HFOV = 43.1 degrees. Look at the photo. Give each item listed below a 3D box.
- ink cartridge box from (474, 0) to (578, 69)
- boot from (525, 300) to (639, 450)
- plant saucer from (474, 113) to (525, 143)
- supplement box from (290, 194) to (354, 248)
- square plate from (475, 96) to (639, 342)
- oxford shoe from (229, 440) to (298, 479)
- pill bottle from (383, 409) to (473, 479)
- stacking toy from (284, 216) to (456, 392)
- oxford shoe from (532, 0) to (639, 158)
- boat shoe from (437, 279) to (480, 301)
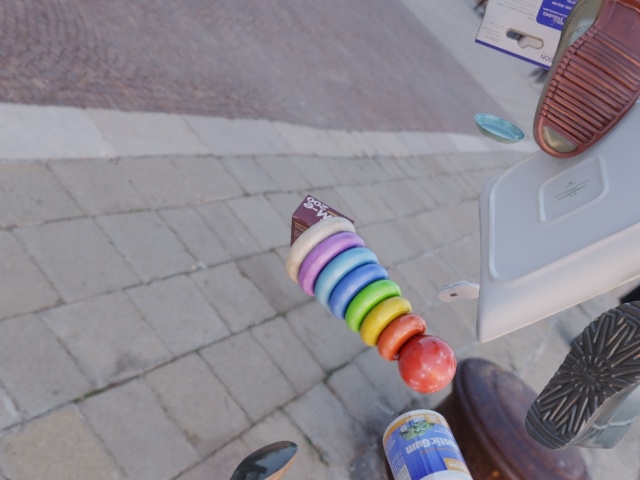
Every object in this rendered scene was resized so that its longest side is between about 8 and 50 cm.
[{"bbox_3d":[0.411,-0.488,1.381,0.176,0.370,0.069,28,22,24],"label":"ink cartridge box"},{"bbox_3d":[0.649,0.303,1.744,0.445,0.367,0.146,21,26,-52],"label":"boot"},{"bbox_3d":[0.389,-0.241,1.776,0.119,0.021,0.119,15,30,-9],"label":"plant saucer"},{"bbox_3d":[0.000,0.000,1.908,0.130,0.073,0.239,31,-22,10],"label":"supplement box"},{"bbox_3d":[0.351,-0.054,1.112,0.049,0.347,0.344,44,35,-25],"label":"square plate"},{"bbox_3d":[-0.115,0.436,1.431,0.212,0.076,0.076,-38,125,-36],"label":"oxford shoe"},{"bbox_3d":[0.235,0.497,1.685,0.152,0.152,0.272,33,20,-29],"label":"pill bottle"},{"bbox_3d":[0.088,0.115,1.303,0.330,0.141,0.141,48,21,28],"label":"stacking toy"},{"bbox_3d":[0.395,-0.265,1.171,0.123,0.348,0.130,34,-9,-13],"label":"oxford shoe"},{"bbox_3d":[0.262,0.088,1.501,0.035,0.100,0.035,45,54,-19],"label":"boat shoe"}]
